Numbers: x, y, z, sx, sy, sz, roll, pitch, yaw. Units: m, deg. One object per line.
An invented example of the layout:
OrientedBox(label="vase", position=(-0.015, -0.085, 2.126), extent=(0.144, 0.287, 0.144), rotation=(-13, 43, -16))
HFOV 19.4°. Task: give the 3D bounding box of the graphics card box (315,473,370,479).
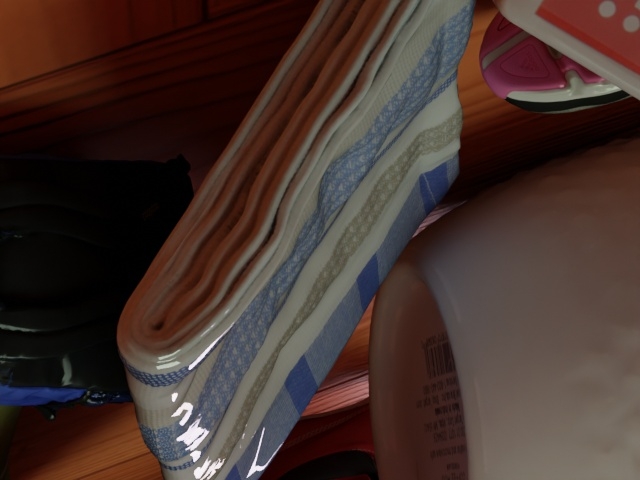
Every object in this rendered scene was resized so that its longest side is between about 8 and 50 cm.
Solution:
OrientedBox(label="graphics card box", position=(-0.173, 0.200, 0.957), extent=(0.371, 0.094, 0.233), rotation=(-18, 169, 35))

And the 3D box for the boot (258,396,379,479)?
OrientedBox(label="boot", position=(0.065, 0.131, 1.096), extent=(0.244, 0.088, 0.176), rotation=(-14, -173, -18))

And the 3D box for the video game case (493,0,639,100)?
OrientedBox(label="video game case", position=(0.200, -0.124, 0.432), extent=(0.285, 0.204, 0.025), rotation=(-58, -169, 16))

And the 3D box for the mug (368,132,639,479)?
OrientedBox(label="mug", position=(0.189, 0.071, 0.970), extent=(0.328, 0.276, 0.374), rotation=(-4, -175, -15))

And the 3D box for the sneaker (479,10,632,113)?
OrientedBox(label="sneaker", position=(0.145, -0.087, 0.757), extent=(0.170, 0.063, 0.075), rotation=(-25, 154, -8))

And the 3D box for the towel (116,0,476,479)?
OrientedBox(label="towel", position=(0.000, 0.000, 0.707), extent=(0.209, 0.034, 0.285), rotation=(-58, 169, -17))

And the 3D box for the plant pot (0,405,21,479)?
OrientedBox(label="plant pot", position=(-0.166, 0.075, 0.836), extent=(0.083, 0.083, 0.079), rotation=(-5, 140, -40))

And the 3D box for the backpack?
OrientedBox(label="backpack", position=(-0.115, 0.020, 0.704), extent=(0.101, 0.098, 0.120), rotation=(-13, 171, 37))
